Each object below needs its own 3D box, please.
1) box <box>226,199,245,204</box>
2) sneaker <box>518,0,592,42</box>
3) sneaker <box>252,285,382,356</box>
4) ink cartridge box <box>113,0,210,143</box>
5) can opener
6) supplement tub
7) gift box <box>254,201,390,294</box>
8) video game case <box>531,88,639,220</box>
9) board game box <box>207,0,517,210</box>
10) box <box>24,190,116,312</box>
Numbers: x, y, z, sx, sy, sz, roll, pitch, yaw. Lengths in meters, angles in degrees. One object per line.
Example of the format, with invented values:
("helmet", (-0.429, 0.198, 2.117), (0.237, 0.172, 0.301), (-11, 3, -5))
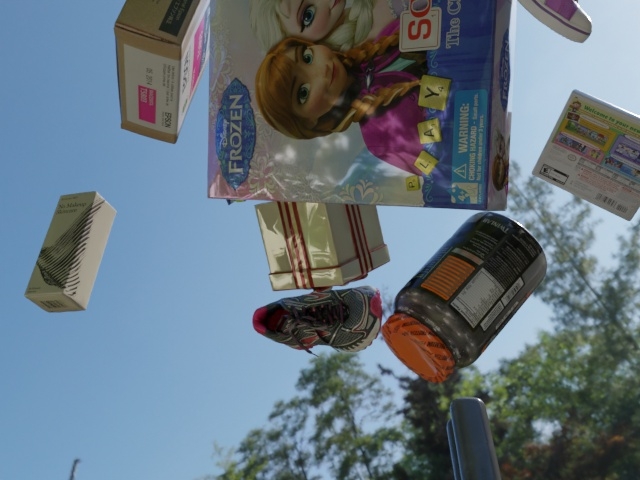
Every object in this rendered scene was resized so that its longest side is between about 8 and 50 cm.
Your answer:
("box", (-0.164, -0.169, 1.617), (0.178, 0.042, 0.109), (-37, -65, -36))
("sneaker", (0.392, -0.475, 1.147), (0.161, 0.282, 0.102), (-44, 4, 34))
("sneaker", (-0.005, 0.153, 1.276), (0.112, 0.121, 0.299), (20, -28, -40))
("ink cartridge box", (-0.204, -0.275, 0.929), (0.088, 0.193, 0.235), (17, -25, -7))
("can opener", (0.161, 0.306, 0.773), (0.095, 0.283, 0.076), (0, -53, 1))
("supplement tub", (0.292, 0.116, 1.394), (0.338, 0.207, 0.207), (-43, -27, -21))
("gift box", (0.000, 0.000, 1.710), (0.276, 0.258, 0.255), (-9, 8, 42))
("video game case", (0.542, -0.161, 1.302), (0.023, 0.212, 0.193), (-42, -25, -46))
("board game box", (0.028, -0.193, 0.671), (0.318, 0.319, 0.066), (4, 5, 32))
("box", (-0.573, 0.025, 1.571), (0.113, 0.275, 0.094), (-6, -33, 18))
